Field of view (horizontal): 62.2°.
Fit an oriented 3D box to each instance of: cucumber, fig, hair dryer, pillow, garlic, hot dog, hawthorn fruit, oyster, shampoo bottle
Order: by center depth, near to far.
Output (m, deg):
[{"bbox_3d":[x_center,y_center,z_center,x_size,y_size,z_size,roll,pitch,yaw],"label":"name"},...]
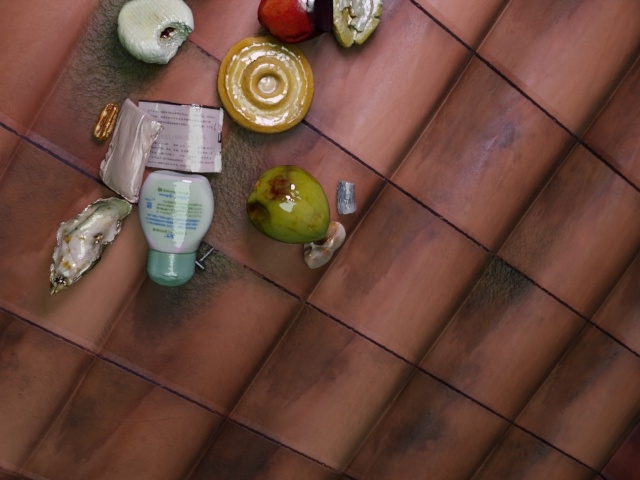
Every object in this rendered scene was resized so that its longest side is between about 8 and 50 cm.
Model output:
[{"bbox_3d":[-0.081,-0.635,1.485,0.252,0.189,0.189,-18,111,36],"label":"hawthorn fruit"},{"bbox_3d":[-0.554,-0.263,1.548,0.173,0.067,0.270,27,99,24],"label":"pillow"},{"bbox_3d":[-0.628,-0.351,1.560,0.049,0.037,0.122,27,91,-4],"label":"hot dog"},{"bbox_3d":[-0.704,0.009,1.592,0.167,0.110,0.341,23,95,-21],"label":"oyster"},{"bbox_3d":[-0.443,-0.029,1.609,0.222,0.151,0.349,6,101,-8],"label":"shampoo bottle"},{"bbox_3d":[-0.087,-0.097,1.625,0.239,0.239,0.271,-47,115,2],"label":"fig"},{"bbox_3d":[-0.372,0.054,1.712,0.083,0.026,0.047,-47,109,-5],"label":"hair dryer"},{"bbox_3d":[0.084,-0.142,1.736,0.064,0.064,0.111,-6,102,-10],"label":"cucumber"},{"bbox_3d":[0.009,0.010,1.739,0.174,0.099,0.124,-42,122,0],"label":"garlic"}]

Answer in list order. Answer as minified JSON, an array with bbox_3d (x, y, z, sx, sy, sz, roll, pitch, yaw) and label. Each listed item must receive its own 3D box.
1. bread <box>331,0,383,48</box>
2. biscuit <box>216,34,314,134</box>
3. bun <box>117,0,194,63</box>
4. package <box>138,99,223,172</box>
[{"bbox_3d":[0.098,-0.707,1.570,0.186,0.124,0.256,-11,106,-9],"label":"bread"},{"bbox_3d":[-0.162,-0.465,1.590,0.297,0.102,0.295,-2,102,-9],"label":"biscuit"},{"bbox_3d":[-0.456,-0.584,1.488,0.213,0.126,0.203,-20,80,-12],"label":"bun"},{"bbox_3d":[-0.422,-0.313,1.595,0.251,0.062,0.203,3,101,-8],"label":"package"}]
